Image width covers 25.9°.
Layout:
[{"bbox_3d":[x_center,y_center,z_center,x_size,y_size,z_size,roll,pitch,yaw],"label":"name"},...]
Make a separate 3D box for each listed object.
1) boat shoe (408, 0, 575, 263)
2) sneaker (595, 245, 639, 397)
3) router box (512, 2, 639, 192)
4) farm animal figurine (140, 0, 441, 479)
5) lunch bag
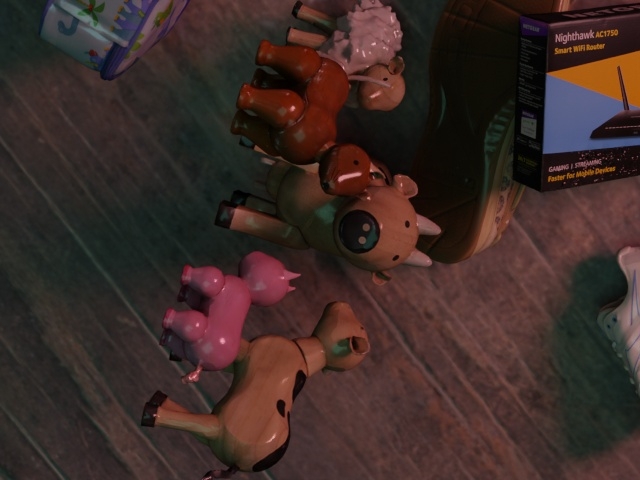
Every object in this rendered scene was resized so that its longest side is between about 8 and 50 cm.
[{"bbox_3d":[0.147,-0.120,1.159,0.105,0.089,0.285,30,113,30],"label":"boat shoe"},{"bbox_3d":[0.281,0.090,1.210,0.083,0.071,0.190,5,102,18],"label":"sneaker"},{"bbox_3d":[0.237,-0.117,1.097,0.179,0.046,0.133,-11,112,-26],"label":"router box"},{"bbox_3d":[0.000,0.000,1.104,0.172,0.327,0.330,19,115,0],"label":"farm animal figurine"},{"bbox_3d":[-0.130,-0.247,1.122,0.090,0.176,0.219,32,115,-5],"label":"lunch bag"}]
